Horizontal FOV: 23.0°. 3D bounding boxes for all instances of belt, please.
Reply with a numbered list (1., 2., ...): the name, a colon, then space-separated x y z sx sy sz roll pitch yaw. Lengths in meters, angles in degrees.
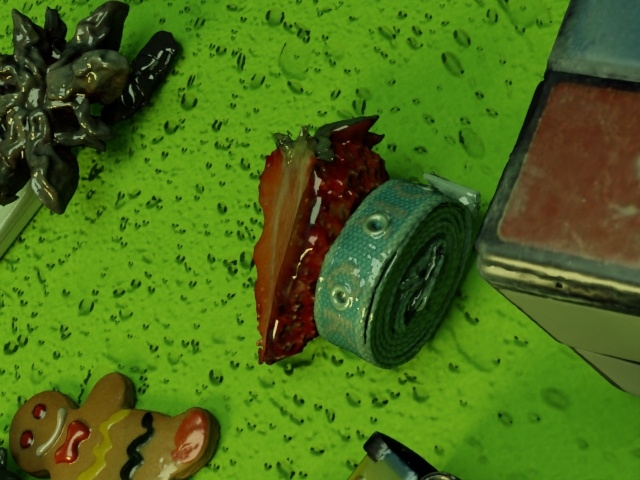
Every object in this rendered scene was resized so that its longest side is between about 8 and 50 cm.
1. belt: 0.069 0.030 1.397 0.082 0.148 0.163 24 111 34

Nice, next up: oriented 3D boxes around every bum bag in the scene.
1. bum bag: -0.198 -0.177 1.724 0.058 0.034 0.124 24 82 51

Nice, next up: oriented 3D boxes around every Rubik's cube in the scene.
1. Rubik's cube: 0.347 -0.036 1.140 0.316 0.313 0.318 12 75 35

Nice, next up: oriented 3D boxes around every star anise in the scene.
1. star anise: -0.301 -0.150 1.695 0.212 0.129 0.282 31 89 27

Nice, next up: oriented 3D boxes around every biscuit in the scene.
1. biscuit: -0.222 0.211 1.559 0.250 0.036 0.165 15 76 36

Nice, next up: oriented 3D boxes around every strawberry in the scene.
1. strawberry: 0.005 0.004 1.456 0.174 0.098 0.228 159 119 -67

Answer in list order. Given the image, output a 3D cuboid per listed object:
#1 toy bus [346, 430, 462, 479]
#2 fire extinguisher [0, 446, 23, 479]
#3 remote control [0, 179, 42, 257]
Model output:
1. toy bus: 0.112 0.301 1.243 0.175 0.138 0.288 -51 52 1
2. fire extinguisher: -0.334 0.325 1.543 0.095 0.114 0.311 -2 65 -7
3. remote control: -0.379 -0.021 1.763 0.098 0.038 0.233 36 88 37
